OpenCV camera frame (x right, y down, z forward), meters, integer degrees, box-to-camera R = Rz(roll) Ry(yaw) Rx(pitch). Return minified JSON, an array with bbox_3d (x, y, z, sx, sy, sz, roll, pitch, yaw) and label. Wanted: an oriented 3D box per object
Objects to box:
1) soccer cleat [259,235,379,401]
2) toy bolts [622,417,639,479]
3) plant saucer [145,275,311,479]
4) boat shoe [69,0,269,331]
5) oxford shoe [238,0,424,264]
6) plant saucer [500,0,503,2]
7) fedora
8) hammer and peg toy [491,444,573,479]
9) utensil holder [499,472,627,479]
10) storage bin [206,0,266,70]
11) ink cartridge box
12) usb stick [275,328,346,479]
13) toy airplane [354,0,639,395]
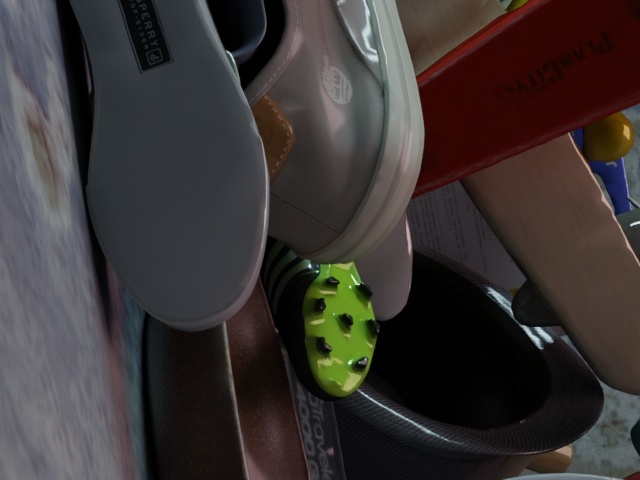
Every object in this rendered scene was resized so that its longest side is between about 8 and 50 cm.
[{"bbox_3d":[-0.008,0.035,1.066,0.060,0.072,0.179,28,35,-29],"label":"soccer cleat"},{"bbox_3d":[0.243,0.167,1.280,0.228,0.218,0.158,79,31,-60],"label":"toy bolts"},{"bbox_3d":[-0.035,0.140,0.878,0.310,0.050,0.310,-11,90,-88],"label":"plant saucer"},{"bbox_3d":[-0.066,-0.059,0.785,0.070,0.078,0.219,68,9,-69],"label":"boat shoe"},{"bbox_3d":[-0.049,-0.171,1.099,0.169,0.130,0.449,-54,-147,34],"label":"oxford shoe"},{"bbox_3d":[0.051,-0.299,1.500,0.400,0.101,0.400,44,-38,50],"label":"plant saucer"},{"bbox_3d":[0.059,0.110,1.315,0.244,0.275,0.124,-28,147,-53],"label":"fedora"},{"bbox_3d":[0.092,0.121,1.600,0.266,0.127,0.361,-53,-151,33],"label":"hammer and peg toy"},{"bbox_3d":[0.163,0.376,1.190,0.385,0.328,0.327,80,0,-61],"label":"utensil holder"},{"bbox_3d":[-0.073,-0.131,0.903,0.091,0.098,0.135,102,-21,-70],"label":"storage bin"},{"bbox_3d":[0.096,0.000,1.433,0.065,0.311,0.185,-47,126,-85],"label":"ink cartridge box"},{"bbox_3d":[-0.022,0.114,1.097,0.077,0.045,0.278,18,50,-40],"label":"usb stick"},{"bbox_3d":[0.133,-0.112,1.272,0.272,0.384,0.386,-66,171,-76],"label":"toy airplane"}]
